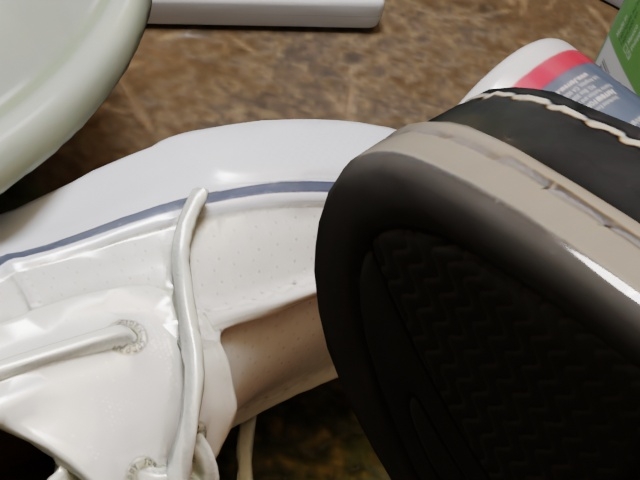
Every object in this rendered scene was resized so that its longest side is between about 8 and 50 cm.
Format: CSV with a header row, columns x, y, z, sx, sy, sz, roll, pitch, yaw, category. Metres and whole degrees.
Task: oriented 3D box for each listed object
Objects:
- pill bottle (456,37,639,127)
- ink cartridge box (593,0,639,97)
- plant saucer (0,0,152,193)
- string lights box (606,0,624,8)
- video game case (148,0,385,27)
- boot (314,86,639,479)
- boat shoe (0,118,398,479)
x,y,z,sx,sy,sz,roll,pitch,yaw,category
0.131,0.011,0.765,0.180,0.108,0.108,41,48,19,pill bottle
0.227,-0.064,0.871,0.209,0.109,0.062,-1,49,-21,ink cartridge box
-0.263,-0.118,0.670,0.400,0.100,0.400,-1,36,1,plant saucer
0.185,-0.237,1.045,0.133,0.077,0.259,30,45,9,string lights box
-0.079,-0.171,0.920,0.190,0.022,0.173,-2,50,-21,video game case
0.216,0.036,0.424,0.377,0.138,0.284,34,57,17,boot
-0.086,0.070,0.610,0.367,0.136,0.156,-13,53,-26,boat shoe
